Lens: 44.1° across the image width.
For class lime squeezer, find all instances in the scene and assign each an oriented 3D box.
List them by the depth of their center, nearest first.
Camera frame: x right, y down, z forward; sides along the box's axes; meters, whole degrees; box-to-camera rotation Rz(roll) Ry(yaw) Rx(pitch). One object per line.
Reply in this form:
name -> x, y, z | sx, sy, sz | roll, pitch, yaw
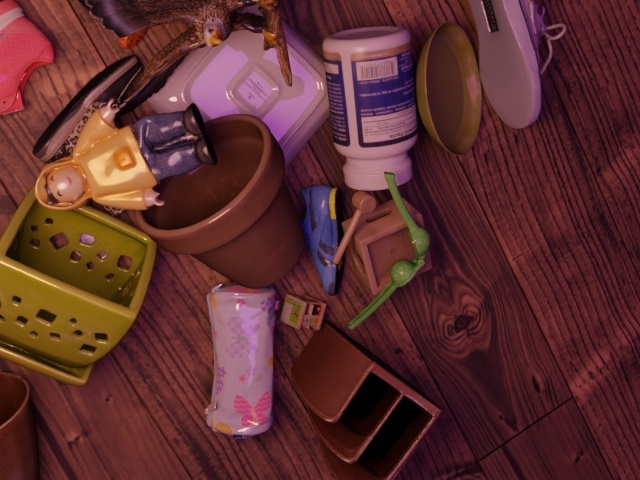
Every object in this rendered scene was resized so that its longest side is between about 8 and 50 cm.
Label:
lime squeezer -> 0.134, 0.033, 1.391 | 0.109, 0.059, 0.311 | -1, 119, -26

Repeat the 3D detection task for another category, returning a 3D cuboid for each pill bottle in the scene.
pill bottle -> 0.091, -0.232, 1.390 | 0.153, 0.153, 0.265 | -12, 114, -14

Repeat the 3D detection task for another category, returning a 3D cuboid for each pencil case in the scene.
pencil case -> -0.142, 0.210, 1.418 | 0.124, 0.113, 0.273 | 2, 97, 4

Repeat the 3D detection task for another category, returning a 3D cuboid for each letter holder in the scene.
letter holder -> 0.040, 0.295, 1.379 | 0.152, 0.302, 0.214 | 37, 87, -16

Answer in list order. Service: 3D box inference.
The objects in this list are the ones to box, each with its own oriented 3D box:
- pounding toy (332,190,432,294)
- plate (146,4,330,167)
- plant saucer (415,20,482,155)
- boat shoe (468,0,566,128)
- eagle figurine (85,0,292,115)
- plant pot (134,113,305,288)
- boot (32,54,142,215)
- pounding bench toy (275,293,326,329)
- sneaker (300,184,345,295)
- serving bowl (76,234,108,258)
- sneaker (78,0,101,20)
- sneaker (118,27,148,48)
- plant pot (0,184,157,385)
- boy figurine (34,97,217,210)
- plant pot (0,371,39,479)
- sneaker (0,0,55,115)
pounding toy -> 0.088, -0.014, 1.436 | 0.181, 0.094, 0.206 | -24, 125, -11
plate -> -0.120, -0.263, 1.400 | 0.277, 0.045, 0.278 | 41, 85, -17
plant saucer -> 0.231, -0.274, 1.440 | 0.241, 0.037, 0.241 | 2, 88, -56
boat shoe -> 0.373, -0.403, 1.479 | 0.156, 0.135, 0.367 | -27, 106, -25
eagle figurine -> -0.202, -0.336, 1.238 | 0.298, 0.225, 0.227 | -12, 91, -7
plant pot -> -0.143, -0.042, 1.328 | 0.263, 0.263, 0.229 | -42, 132, -7
boot -> -0.344, -0.177, 1.336 | 0.178, 0.085, 0.236 | 47, 70, -29
pounding bench toy -> -0.040, 0.129, 1.470 | 0.065, 0.083, 0.052 | 9, 98, -48
sneaker -> 0.000, 0.000, 1.463 | 0.082, 0.069, 0.210 | 1, 106, 14
serving bowl -> -0.392, -0.010, 1.365 | 0.083, 0.027, 0.083 | -2, 98, -16
sneaker -> -0.370, -0.508, 1.242 | 0.182, 0.127, 0.315 | -41, 92, -9
sneaker -> -0.313, -0.408, 1.330 | 0.067, 0.064, 0.175 | 15, 89, 5
plant pot -> -0.415, 0.084, 1.258 | 0.227, 0.228, 0.207 | 27, 117, -17
boy figurine -> -0.310, -0.126, 1.213 | 0.285, 0.092, 0.177 | -17, 104, 2
plant pot -> -0.552, 0.373, 1.293 | 0.215, 0.215, 0.231 | -15, 114, -13
sneaker -> -0.547, -0.230, 1.251 | 0.136, 0.116, 0.314 | 41, 85, -18
